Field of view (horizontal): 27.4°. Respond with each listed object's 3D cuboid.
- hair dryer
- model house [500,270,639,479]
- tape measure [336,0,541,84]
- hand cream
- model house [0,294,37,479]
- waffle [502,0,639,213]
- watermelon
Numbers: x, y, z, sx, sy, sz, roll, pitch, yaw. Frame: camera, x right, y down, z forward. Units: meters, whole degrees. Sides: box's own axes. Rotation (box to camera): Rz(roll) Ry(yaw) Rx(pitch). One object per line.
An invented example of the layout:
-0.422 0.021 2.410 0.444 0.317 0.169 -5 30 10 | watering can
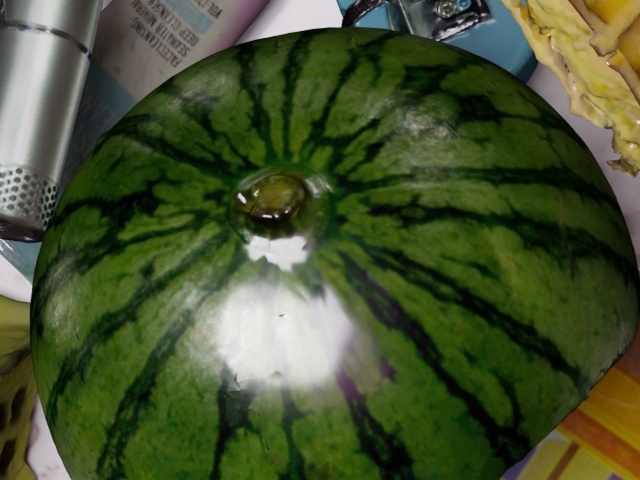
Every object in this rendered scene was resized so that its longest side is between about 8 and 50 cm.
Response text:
-0.231 -0.175 0.810 0.284 0.156 0.320 13 78 26 | hair dryer
0.090 0.108 0.824 0.358 0.242 0.313 34 76 12 | model house
0.078 -0.139 0.836 0.146 0.081 0.125 -23 77 6 | tape measure
-0.132 -0.110 0.871 0.111 0.070 0.312 42 102 -3 | hand cream
-0.293 0.153 0.877 0.193 0.175 0.234 10 107 4 | model house
0.220 -0.101 0.699 0.309 0.065 0.283 1 94 -28 | waffle
0.000 0.000 0.666 0.331 0.189 0.330 0 57 0 | watermelon
